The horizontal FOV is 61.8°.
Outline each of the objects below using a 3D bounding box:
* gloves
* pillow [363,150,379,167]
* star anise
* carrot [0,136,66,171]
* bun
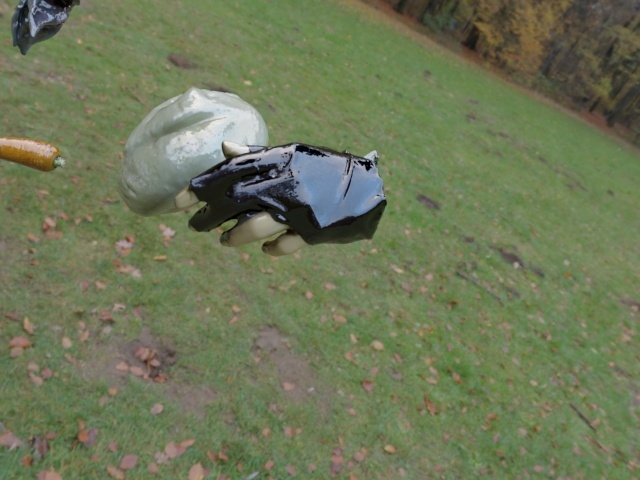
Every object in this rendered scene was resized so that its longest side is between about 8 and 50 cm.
[{"bbox_3d":[-0.060,-0.072,0.793,0.300,0.152,0.197,-14,64,-3],"label":"gloves"},{"bbox_3d":[0.040,-0.090,1.082,0.208,0.119,0.053,-33,59,-20],"label":"pillow"},{"bbox_3d":[-0.375,-0.354,0.761,0.061,0.204,0.181,36,17,-35],"label":"star anise"},{"bbox_3d":[-0.640,-0.186,1.072,0.256,0.061,0.061,11,29,-8],"label":"carrot"},{"bbox_3d":[-0.290,-0.203,1.187,0.219,0.365,0.365,58,26,-5],"label":"bun"}]
